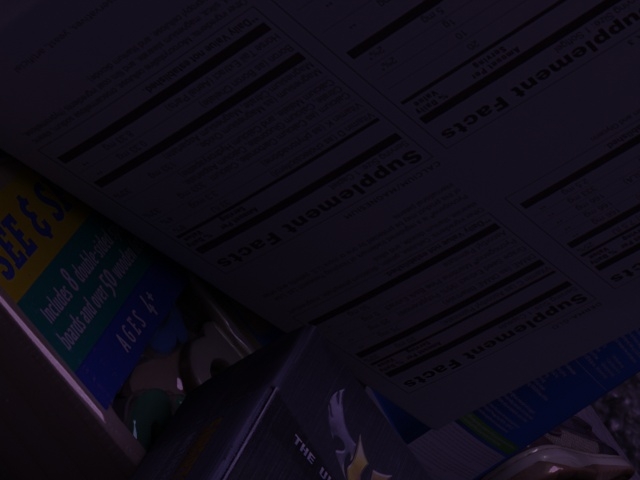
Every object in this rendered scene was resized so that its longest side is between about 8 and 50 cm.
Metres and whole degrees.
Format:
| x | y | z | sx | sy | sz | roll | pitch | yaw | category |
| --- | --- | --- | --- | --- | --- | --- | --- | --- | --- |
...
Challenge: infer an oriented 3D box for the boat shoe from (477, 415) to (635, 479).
| x | y | z | sx | sy | sz | roll | pitch | yaw | category |
| --- | --- | --- | --- | --- | --- | --- | --- | --- | --- |
| 0.179 | 0.172 | 1.277 | 0.092 | 0.103 | 0.285 | 63 | 17 | 18 | boat shoe |

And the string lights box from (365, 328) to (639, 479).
| x | y | z | sx | sy | sz | roll | pitch | yaw | category |
| --- | --- | --- | --- | --- | --- | --- | --- | --- | --- |
| 0.134 | 0.054 | 0.954 | 0.076 | 0.260 | 0.133 | 60 | 9 | 28 | string lights box |

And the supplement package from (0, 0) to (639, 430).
| x | y | z | sx | sy | sz | roll | pitch | yaw | category |
| --- | --- | --- | --- | --- | --- | --- | --- | --- | --- |
| 0.029 | -0.101 | 0.553 | 0.263 | 0.198 | 0.199 | 36 | 35 | -39 | supplement package |

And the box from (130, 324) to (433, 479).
| x | y | z | sx | sy | sz | roll | pitch | yaw | category |
| --- | --- | --- | --- | --- | --- | --- | --- | --- | --- |
| 0.020 | 0.163 | 0.434 | 0.231 | 0.056 | 0.183 | 54 | 29 | -12 | box |

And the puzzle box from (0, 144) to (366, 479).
| x | y | z | sx | sy | sz | roll | pitch | yaw | category |
| --- | --- | --- | --- | --- | --- | --- | --- | --- | --- |
| -0.065 | -0.063 | 0.636 | 0.272 | 0.052 | 0.409 | 52 | 27 | -14 | puzzle box |
